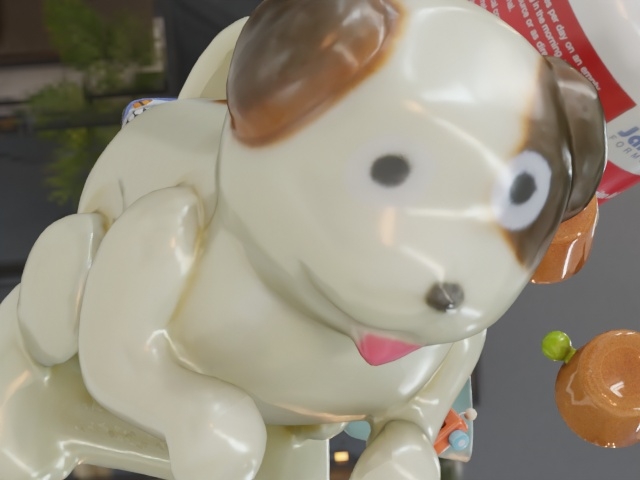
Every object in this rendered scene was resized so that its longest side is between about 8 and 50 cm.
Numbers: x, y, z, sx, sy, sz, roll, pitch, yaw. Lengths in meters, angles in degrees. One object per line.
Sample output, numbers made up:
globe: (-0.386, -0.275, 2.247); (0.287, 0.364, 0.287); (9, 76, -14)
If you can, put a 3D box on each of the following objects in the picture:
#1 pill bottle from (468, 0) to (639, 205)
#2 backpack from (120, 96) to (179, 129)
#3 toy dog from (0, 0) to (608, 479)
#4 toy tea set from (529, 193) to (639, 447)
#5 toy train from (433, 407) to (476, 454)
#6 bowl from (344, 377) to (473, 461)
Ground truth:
pill bottle: (0.209, -0.143, 1.304); (0.229, 0.408, 0.229); (32, 41, -33)
backpack: (-0.090, -0.019, 1.556); (0.213, 0.277, 0.263); (16, 74, -73)
toy dog: (0.000, 0.000, 0.965); (0.408, 0.285, 0.395); (-33, -145, 54)
toy tea set: (0.235, 0.089, 1.022); (0.124, 0.200, 0.336); (96, -25, -68)
toy train: (0.113, 0.218, 1.448); (0.046, 0.125, 0.166); (55, -1, -35)
bowl: (0.081, 0.117, 1.832); (0.311, 0.163, 0.311); (175, -90, -89)
